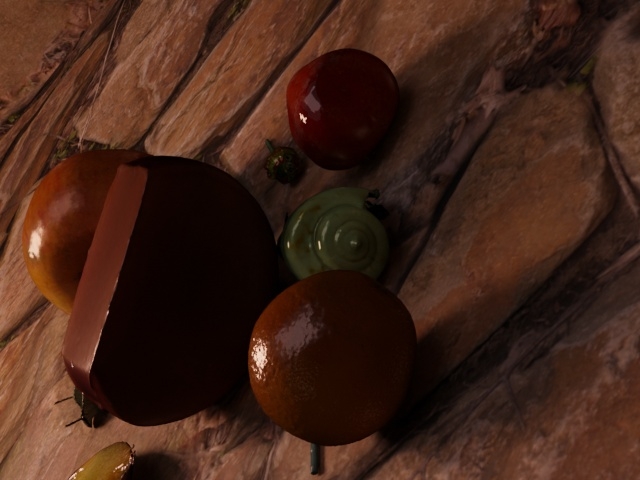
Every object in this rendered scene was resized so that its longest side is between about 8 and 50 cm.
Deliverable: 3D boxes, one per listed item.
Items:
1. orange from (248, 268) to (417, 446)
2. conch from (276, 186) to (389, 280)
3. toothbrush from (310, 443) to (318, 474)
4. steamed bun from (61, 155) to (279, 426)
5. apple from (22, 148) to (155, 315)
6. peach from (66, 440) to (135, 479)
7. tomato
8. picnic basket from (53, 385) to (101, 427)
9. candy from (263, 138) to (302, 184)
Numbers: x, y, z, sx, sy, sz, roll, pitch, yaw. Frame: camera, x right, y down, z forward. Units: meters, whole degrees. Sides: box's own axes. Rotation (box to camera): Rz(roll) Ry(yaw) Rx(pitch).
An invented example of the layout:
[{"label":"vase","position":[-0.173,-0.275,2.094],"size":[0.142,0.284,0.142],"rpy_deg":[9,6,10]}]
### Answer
[{"label":"orange","position":[0.015,0.133,1.495],"size":[0.206,0.206,0.206],"rpy_deg":[-39,32,30]},{"label":"conch","position":[0.017,-0.009,1.756],"size":[0.250,0.137,0.143],"rpy_deg":[-109,28,-79]},{"label":"toothbrush","position":[-0.009,0.224,1.629],"size":[0.011,0.014,0.167],"rpy_deg":[-30,36,25]},{"label":"steamed bun","position":[-0.200,0.075,1.845],"size":[0.235,0.248,0.379],"rpy_deg":[11,85,65]},{"label":"apple","position":[-0.330,-0.016,2.102],"size":[0.299,0.299,0.275],"rpy_deg":[-44,29,23]},{"label":"peach","position":[-0.331,0.387,1.914],"size":[0.279,0.068,0.189],"rpy_deg":[-34,27,39]},{"label":"tomato","position":[0.022,-0.189,1.885],"size":[0.187,0.151,0.187],"rpy_deg":[-41,34,35]},{"label":"picnic basket","position":[-0.390,0.271,2.123],"size":[0.083,0.083,0.065],"rpy_deg":[-16,41,-17]},{"label":"candy","position":[-0.072,-0.139,2.097],"size":[0.060,0.060,0.201],"rpy_deg":[-53,19,7]}]
